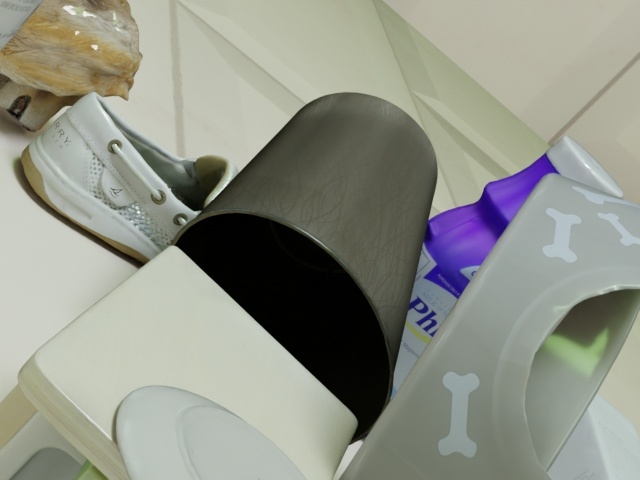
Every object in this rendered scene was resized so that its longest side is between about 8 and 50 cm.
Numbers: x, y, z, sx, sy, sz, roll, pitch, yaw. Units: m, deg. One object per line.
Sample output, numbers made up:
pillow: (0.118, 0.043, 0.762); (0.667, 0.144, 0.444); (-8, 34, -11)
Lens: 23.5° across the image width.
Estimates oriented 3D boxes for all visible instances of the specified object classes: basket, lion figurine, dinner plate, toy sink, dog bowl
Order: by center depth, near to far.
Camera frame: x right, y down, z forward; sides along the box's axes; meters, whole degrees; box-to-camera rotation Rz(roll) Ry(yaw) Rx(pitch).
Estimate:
dinner plate: (-0.033, 0.115, 0.692); (0.141, 0.017, 0.141); (41, 18, -16)
toy sink: (-0.094, 0.121, 0.792); (0.153, 0.131, 0.234); (43, 16, -2)
dog bowl: (0.095, 0.111, 0.933); (0.102, 0.349, 0.349); (34, 16, 6)
basket: (0.000, 0.000, 1.120); (0.204, 0.154, 0.227); (66, 28, -28)
lion figurine: (-0.292, -0.264, 1.208); (0.240, 0.142, 0.392); (7, 46, -42)

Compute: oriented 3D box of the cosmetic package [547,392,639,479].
cosmetic package: (0.223, 0.224, 1.322); (0.085, 0.117, 0.231); (41, 18, -13)

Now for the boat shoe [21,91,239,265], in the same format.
boat shoe: (-0.094, -0.020, 1.188); (0.277, 0.096, 0.098); (32, 19, -37)

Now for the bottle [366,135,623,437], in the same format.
bottle: (0.115, 0.037, 1.220); (0.118, 0.283, 0.092); (39, 17, -22)

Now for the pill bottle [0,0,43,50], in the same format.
pill bottle: (-0.246, -0.132, 0.867); (0.131, 0.229, 0.131); (40, 17, -15)
